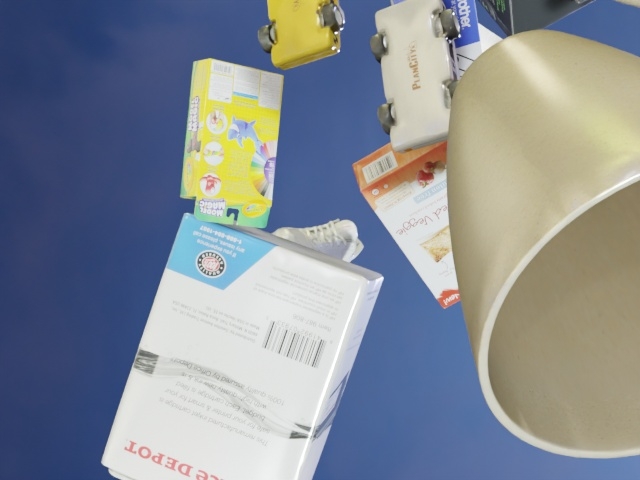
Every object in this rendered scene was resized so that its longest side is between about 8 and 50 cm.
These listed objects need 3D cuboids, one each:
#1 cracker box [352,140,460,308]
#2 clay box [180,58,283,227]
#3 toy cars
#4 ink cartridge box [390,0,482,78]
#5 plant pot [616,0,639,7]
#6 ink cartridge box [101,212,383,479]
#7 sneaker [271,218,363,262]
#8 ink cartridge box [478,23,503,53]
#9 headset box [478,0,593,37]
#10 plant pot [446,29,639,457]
[{"bbox_3d":[0.165,-0.038,1.371,0.232,0.155,0.067,52,-166,-35],"label":"cracker box"},{"bbox_3d":[-0.125,-0.133,1.534,0.127,0.053,0.222,7,-92,-36],"label":"clay box"},{"bbox_3d":[0.053,-0.234,1.297,0.176,0.393,0.087,-51,-33,1],"label":"toy cars"},{"bbox_3d":[0.150,-0.242,1.361,0.207,0.097,0.046,69,-173,-51],"label":"ink cartridge box"},{"bbox_3d":[0.306,-0.246,0.909,0.109,0.096,0.109,-22,-42,-30],"label":"plant pot"},{"bbox_3d":[-0.112,0.190,1.601,0.166,0.285,0.395,0,-70,-78],"label":"ink cartridge box"},{"bbox_3d":[0.000,0.000,1.792,0.090,0.115,0.232,56,-166,17],"label":"sneaker"},{"bbox_3d":[0.321,-0.352,2.039,0.115,0.029,0.063,33,-124,-3],"label":"ink cartridge box"},{"bbox_3d":[0.318,-0.456,1.580,0.246,0.283,0.131,-29,-31,-4],"label":"headset box"},{"bbox_3d":[0.196,-0.032,0.787,0.274,0.256,0.256,-108,-8,-50],"label":"plant pot"}]
